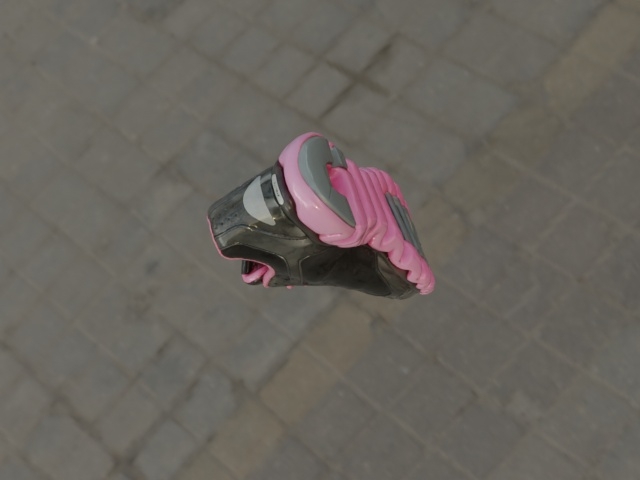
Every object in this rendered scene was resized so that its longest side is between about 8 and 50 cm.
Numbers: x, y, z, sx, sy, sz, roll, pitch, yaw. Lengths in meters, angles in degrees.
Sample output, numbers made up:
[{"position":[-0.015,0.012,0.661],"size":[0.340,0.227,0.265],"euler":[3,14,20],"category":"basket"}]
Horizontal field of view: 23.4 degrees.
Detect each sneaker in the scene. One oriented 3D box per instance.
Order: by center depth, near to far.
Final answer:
[{"position":[0.000,0.000,0.553],"size":[0.057,0.119,0.047],"euler":[-29,63,16],"category":"sneaker"}]
